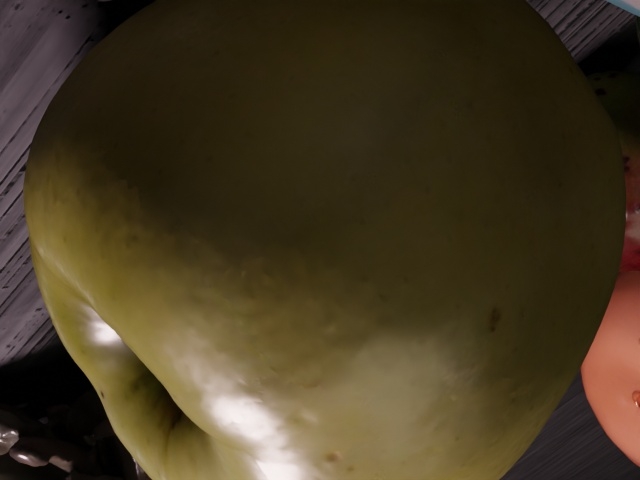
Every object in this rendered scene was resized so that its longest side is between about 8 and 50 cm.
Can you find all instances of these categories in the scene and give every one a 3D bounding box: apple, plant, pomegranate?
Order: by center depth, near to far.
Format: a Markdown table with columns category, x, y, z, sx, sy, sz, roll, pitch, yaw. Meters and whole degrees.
| category | x | y | z | sx | sy | sz | roll | pitch | yaw |
| --- | --- | --- | --- | --- | --- | --- | --- | --- | --- |
| apple | 0.000 | 0.000 | 0.714 | 0.262 | 0.262 | 0.262 | -24 | 161 | -9 |
| pomegranate | 0.190 | -0.042 | 1.041 | 0.129 | 0.129 | 0.159 | -34 | 168 | 19 |
| plant | -0.140 | 0.203 | 1.111 | 0.194 | 0.181 | 0.321 | -21 | 161 | 21 |

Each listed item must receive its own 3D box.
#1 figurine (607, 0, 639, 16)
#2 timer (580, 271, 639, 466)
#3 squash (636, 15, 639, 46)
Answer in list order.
| category | x | y | z | sx | sy | sz | roll | pitch | yaw |
| --- | --- | --- | --- | --- | --- | --- | --- | --- | --- |
| figurine | 0.094 | -0.158 | 0.402 | 0.378 | 0.266 | 0.361 | -35 | 151 | 8 |
| timer | 0.353 | 0.101 | 1.459 | 0.215 | 0.229 | 0.229 | -28 | 163 | -29 |
| squash | 0.289 | -0.119 | 0.831 | 0.252 | 0.165 | 0.252 | -8 | 137 | -8 |
